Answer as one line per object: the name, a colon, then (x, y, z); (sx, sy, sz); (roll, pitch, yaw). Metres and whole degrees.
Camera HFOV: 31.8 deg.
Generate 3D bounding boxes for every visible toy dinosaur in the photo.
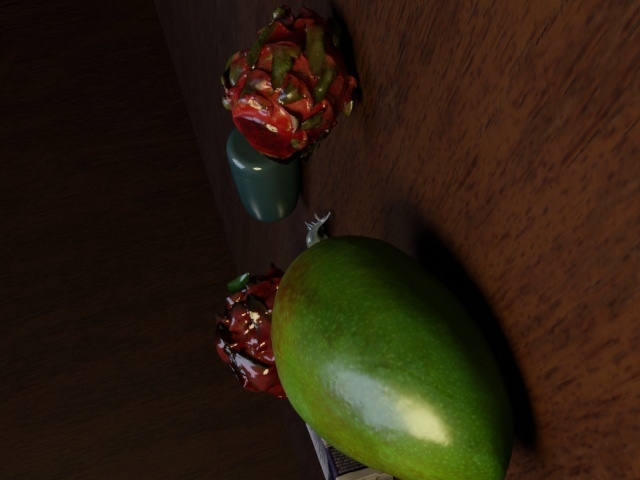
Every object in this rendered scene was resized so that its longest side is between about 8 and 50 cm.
toy dinosaur: (-0.002, 0.000, 1.818); (0.209, 0.039, 0.082); (97, 157, -64)

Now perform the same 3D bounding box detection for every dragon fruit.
dragon fruit: (-0.033, -0.195, 1.367); (0.160, 0.172, 0.166); (35, 162, -4)
dragon fruit: (-0.043, 0.174, 1.831); (0.293, 0.233, 0.234); (49, 160, 23)

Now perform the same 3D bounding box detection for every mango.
mango: (0.072, 0.133, 1.172); (0.382, 0.201, 0.225); (42, 126, 53)

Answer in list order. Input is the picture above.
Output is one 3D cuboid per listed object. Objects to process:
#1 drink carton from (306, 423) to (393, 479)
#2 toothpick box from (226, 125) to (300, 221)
drink carton: (0.044, 0.352, 1.934); (0.134, 0.101, 0.222); (83, 167, -49)
toothpick box: (-0.092, -0.115, 1.907); (0.184, 0.120, 0.120); (86, 165, -57)
